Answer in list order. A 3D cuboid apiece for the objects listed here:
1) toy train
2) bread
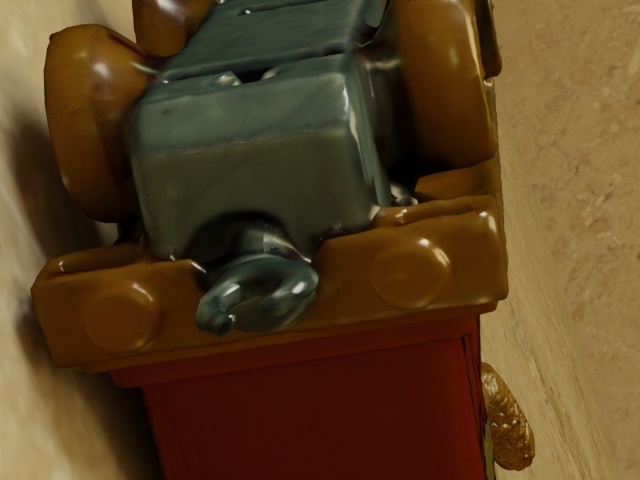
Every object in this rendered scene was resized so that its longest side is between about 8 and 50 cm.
[{"bbox_3d":[0.000,0.000,0.666,0.369,0.163,0.232,-75,157,-71],"label":"toy train"},{"bbox_3d":[0.149,0.152,1.395,0.157,0.044,0.052,55,22,-54],"label":"bread"}]
